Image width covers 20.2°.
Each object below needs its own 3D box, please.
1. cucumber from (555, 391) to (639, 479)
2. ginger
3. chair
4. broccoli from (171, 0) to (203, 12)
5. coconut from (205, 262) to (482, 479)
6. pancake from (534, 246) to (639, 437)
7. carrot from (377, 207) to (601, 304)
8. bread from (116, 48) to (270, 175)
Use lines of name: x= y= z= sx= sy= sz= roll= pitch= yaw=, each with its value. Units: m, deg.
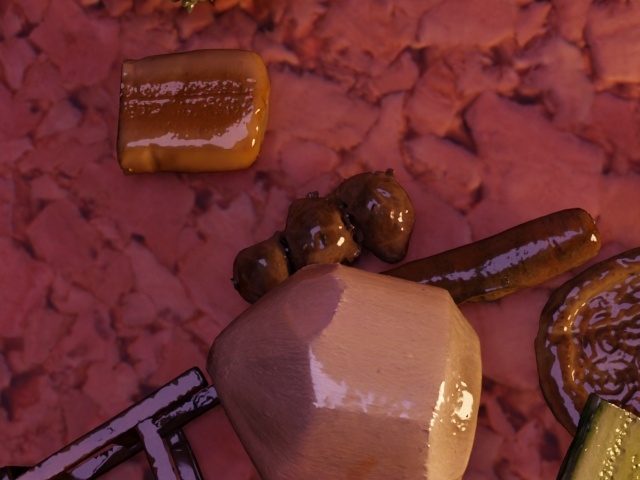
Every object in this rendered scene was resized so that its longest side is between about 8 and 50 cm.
cucumber: x=0.261 y=0.274 z=1.765 sx=0.115 sy=0.063 sz=0.244 roll=19 pitch=94 yaw=-23
ginger: x=0.000 y=0.000 z=1.859 sx=0.204 sy=0.080 sz=0.104 roll=-23 pitch=82 yaw=1
chair: x=-0.250 y=0.323 z=1.774 sx=0.416 sy=0.203 sz=0.241 roll=-24 pitch=81 yaw=1
broccoli: x=-0.114 y=-0.367 z=1.878 sx=0.260 sy=0.235 sz=0.288 roll=34 pitch=94 yaw=47
coconut: x=0.020 y=0.143 z=1.738 sx=0.266 sy=0.237 sz=0.237 roll=14 pitch=81 yaw=1
pancake: x=0.345 y=0.123 z=1.813 sx=0.250 sy=0.031 sz=0.250 roll=-1 pitch=79 yaw=7
carrot: x=0.122 y=0.044 z=1.844 sx=0.342 sy=0.070 sz=0.070 roll=-18 pitch=77 yaw=8
bread: x=-0.135 y=-0.133 z=1.900 sx=0.173 sy=0.085 sz=0.134 roll=1 pitch=76 yaw=9
